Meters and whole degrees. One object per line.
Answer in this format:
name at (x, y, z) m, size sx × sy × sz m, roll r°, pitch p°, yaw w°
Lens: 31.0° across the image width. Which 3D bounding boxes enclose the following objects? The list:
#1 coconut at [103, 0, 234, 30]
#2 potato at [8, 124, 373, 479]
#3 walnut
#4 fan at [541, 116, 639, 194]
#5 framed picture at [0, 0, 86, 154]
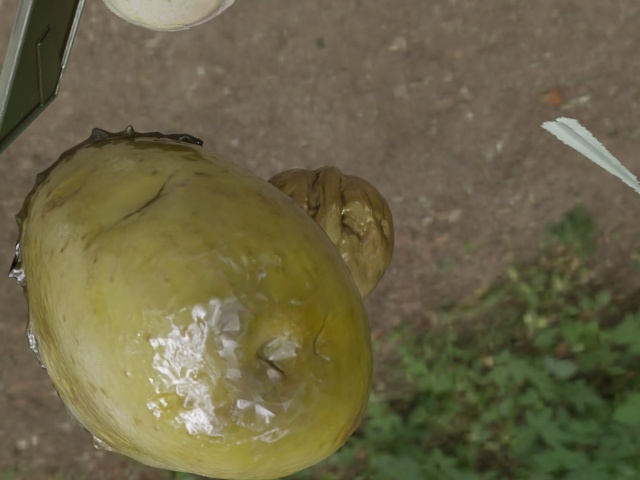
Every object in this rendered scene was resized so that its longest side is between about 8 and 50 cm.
coconut at (-0.151, -0.306, 1.139) m, size 0.171 × 0.183 × 0.171 m, roll -3°, pitch 142°, yaw -3°
potato at (-0.072, 0.057, 0.781) m, size 0.242 × 0.285 × 0.242 m, roll -21°, pitch -163°, yaw 7°
walnut at (0.000, 0.000, 1.209) m, size 0.166 × 0.166 × 0.149 m, roll -2°, pitch 148°, yaw -12°
fan at (0.321, 0.015, 0.906) m, size 0.415 × 0.012 × 0.233 m, roll 30°, pitch 161°, yaw -23°
framed picture at (-0.375, -0.258, 1.556) m, size 0.020 × 0.211 × 0.289 m, roll 28°, pitch 129°, yaw 0°
